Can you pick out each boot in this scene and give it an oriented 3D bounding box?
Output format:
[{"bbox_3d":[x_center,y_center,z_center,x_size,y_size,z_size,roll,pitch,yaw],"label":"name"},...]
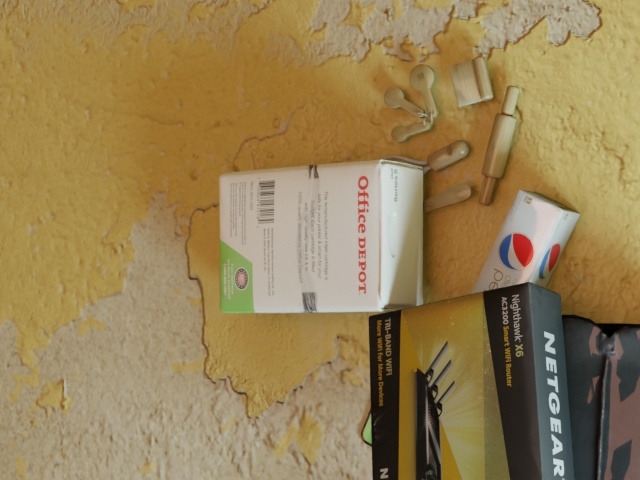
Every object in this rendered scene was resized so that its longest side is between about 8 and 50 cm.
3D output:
[{"bbox_3d":[0.272,0.309,1.755,0.367,0.146,0.445,6,92,22],"label":"boot"}]

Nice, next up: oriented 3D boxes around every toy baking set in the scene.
[{"bbox_3d":[0.166,-0.125,1.904,0.197,0.030,0.256,11,93,31],"label":"toy baking set"}]

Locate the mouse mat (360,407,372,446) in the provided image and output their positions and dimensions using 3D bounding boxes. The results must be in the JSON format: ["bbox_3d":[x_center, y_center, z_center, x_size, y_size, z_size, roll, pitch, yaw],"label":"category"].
[{"bbox_3d":[0.147,0.218,1.906,0.153,0.007,0.189,25,100,27],"label":"mouse mat"}]

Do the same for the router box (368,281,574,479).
[{"bbox_3d":[0.180,0.225,1.723,0.243,0.081,0.308,-15,67,35],"label":"router box"}]

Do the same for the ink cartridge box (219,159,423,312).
[{"bbox_3d":[0.000,0.000,1.916,0.273,0.115,0.198,-2,86,36],"label":"ink cartridge box"}]

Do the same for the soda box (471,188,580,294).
[{"bbox_3d":[0.253,0.045,1.820,0.069,0.074,0.216,28,100,27],"label":"soda box"}]
